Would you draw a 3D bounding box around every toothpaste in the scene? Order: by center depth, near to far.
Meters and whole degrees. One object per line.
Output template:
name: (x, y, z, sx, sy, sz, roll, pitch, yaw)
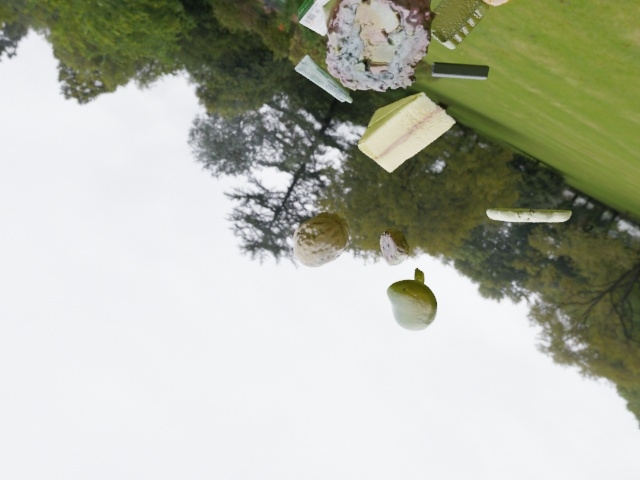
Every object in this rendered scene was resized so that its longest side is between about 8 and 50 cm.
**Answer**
toothpaste: (0.020, -0.505, 1.349, 0.218, 0.064, 0.041, 27, -136, -32)

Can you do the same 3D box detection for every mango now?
mango: (0.247, 0.171, 1.118, 0.085, 0.122, 0.191, -93, -14, -44)

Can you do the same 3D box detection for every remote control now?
remote control: (0.608, -0.740, 1.845, 0.245, 0.063, 0.025, 3, -162, -1)

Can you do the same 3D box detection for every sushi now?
sushi: (0.118, -0.468, 0.915, 0.237, 0.170, 0.270, 13, 160, -1)

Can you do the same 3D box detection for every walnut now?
walnut: (0.000, 0.000, 1.598, 0.198, 0.245, 0.198, 30, -138, -32)

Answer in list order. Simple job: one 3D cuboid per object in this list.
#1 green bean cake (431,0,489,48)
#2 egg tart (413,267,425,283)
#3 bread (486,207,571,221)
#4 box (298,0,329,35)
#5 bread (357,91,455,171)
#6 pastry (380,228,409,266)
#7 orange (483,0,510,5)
green bean cake: (0.571, -0.980, 1.824, 0.124, 0.236, 0.233, -1, -128, -49)
egg tart: (0.471, 0.177, 2.008, 0.039, 0.105, 0.105, -5, -179, 29)
bread: (0.820, -0.101, 1.672, 0.316, 0.054, 0.316, 0, -174, 0)
box: (0.017, -0.964, 1.747, 0.135, 0.199, 0.081, 11, -114, -37)
bread: (0.261, -0.333, 1.334, 0.168, 0.163, 0.264, 31, 172, -20)
pastry: (0.422, 0.041, 2.422, 0.100, 0.218, 0.229, -7, -176, -25)
orange: (0.592, -0.855, 1.384, 0.156, 0.156, 0.124, 26, -146, -13)
